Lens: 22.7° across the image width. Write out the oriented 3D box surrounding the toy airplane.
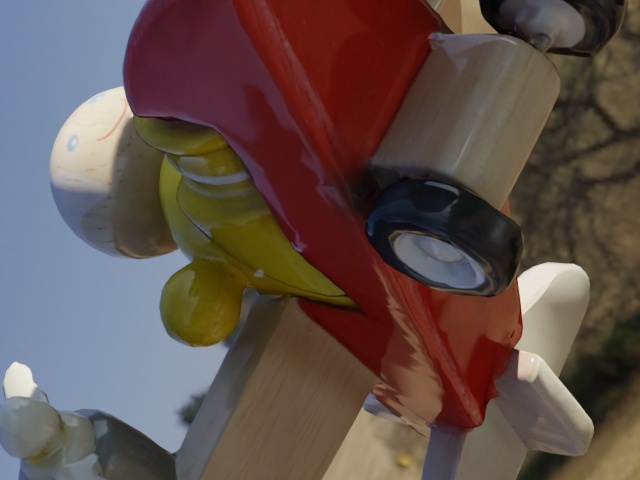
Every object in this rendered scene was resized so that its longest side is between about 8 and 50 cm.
[{"bbox_3d":[0.000,0.000,0.778,0.386,0.272,0.384,-31,-46,-62],"label":"toy airplane"}]
